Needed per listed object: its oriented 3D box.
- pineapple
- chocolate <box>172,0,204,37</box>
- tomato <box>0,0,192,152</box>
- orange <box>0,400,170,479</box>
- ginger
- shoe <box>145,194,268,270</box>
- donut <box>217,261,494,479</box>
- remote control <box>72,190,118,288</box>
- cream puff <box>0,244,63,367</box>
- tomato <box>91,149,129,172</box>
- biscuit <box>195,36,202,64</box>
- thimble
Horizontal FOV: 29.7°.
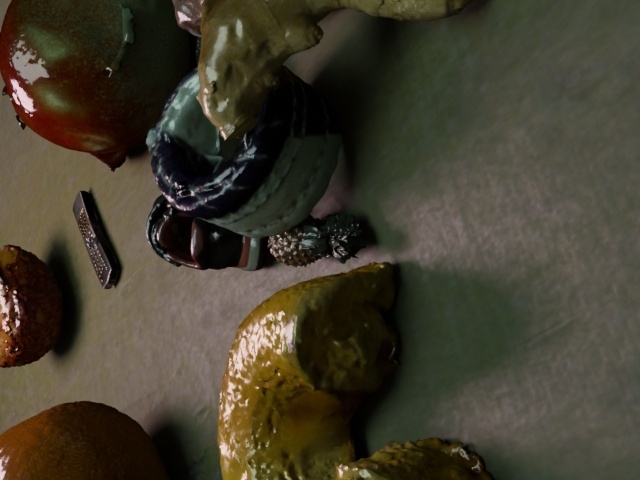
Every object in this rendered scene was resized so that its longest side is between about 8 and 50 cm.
[{"bbox_3d":[0.000,0.000,1.516,0.159,0.074,0.074,-1,90,56],"label":"pineapple"},{"bbox_3d":[-0.091,-0.317,1.562,0.214,0.148,0.093,-12,74,52],"label":"chocolate"},{"bbox_3d":[-0.325,-0.273,1.814,0.239,0.303,0.303,8,99,25],"label":"tomato"},{"bbox_3d":[-0.388,0.442,1.923,0.322,0.322,0.357,-36,71,52],"label":"orange"},{"bbox_3d":[-0.033,-0.321,1.384,0.348,0.122,0.363,-30,67,8],"label":"ginger"},{"bbox_3d":[-0.191,-0.011,1.749,0.291,0.137,0.114,14,102,57],"label":"shoe"},{"bbox_3d":[0.011,0.262,1.419,0.435,0.163,0.378,60,139,36],"label":"donut"},{"bbox_3d":[-0.409,-0.003,2.192,0.059,0.028,0.212,-58,45,35],"label":"remote control"},{"bbox_3d":[-0.586,0.126,2.352,0.240,0.164,0.240,40,138,48],"label":"cream puff"},{"bbox_3d":[-0.382,-0.204,2.032,0.099,0.173,0.189,-48,5,-1],"label":"tomato"},{"bbox_3d":[-0.124,-0.251,1.720,0.147,0.046,0.250,-40,59,51],"label":"biscuit"},{"bbox_3d":[-0.100,-0.120,1.527,0.237,0.150,0.237,-21,56,35],"label":"thimble"}]
